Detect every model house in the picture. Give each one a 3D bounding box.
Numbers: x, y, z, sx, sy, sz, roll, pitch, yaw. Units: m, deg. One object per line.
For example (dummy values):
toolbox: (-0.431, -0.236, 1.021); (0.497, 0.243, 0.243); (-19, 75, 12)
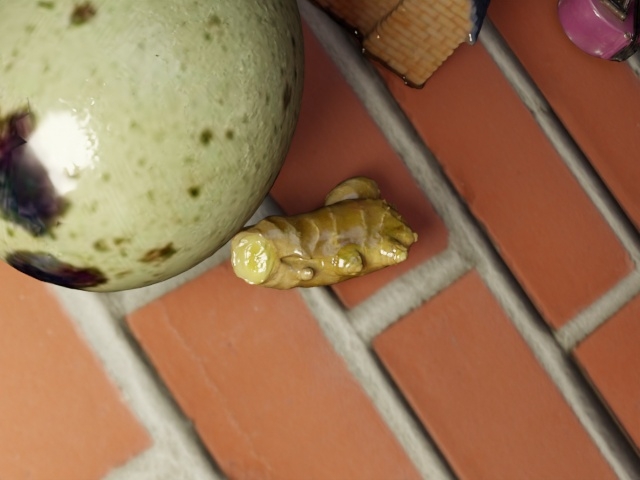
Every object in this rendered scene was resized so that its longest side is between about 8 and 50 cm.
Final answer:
model house: (0.104, -0.301, 1.329); (0.183, 0.172, 0.166); (32, 55, -14)

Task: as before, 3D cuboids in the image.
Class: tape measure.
tape measure: (0.361, -0.290, 1.544); (0.118, 0.074, 0.125); (37, 50, -10)

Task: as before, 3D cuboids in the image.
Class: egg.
egg: (-0.157, -0.133, 1.006); (0.287, 0.287, 0.379); (24, 51, -20)

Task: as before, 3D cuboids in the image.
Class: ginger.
ginger: (0.014, 0.005, 1.169); (0.205, 0.081, 0.115); (-30, 72, -38)
